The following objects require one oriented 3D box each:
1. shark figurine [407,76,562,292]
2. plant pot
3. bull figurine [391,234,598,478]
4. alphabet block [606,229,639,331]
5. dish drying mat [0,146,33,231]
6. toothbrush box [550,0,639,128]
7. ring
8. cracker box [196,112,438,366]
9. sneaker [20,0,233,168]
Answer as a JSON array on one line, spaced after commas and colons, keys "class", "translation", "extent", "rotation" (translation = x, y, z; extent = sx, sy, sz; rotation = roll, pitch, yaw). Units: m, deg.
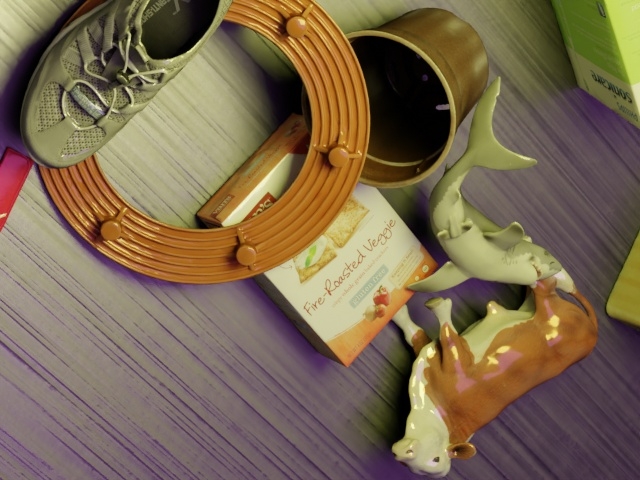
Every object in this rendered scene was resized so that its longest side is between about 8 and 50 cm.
[{"class": "shark figurine", "translation": [0.151, -0.046, 1.938], "extent": [0.166, 0.116, 0.278], "rotation": [-14, 143, 7]}, {"class": "plant pot", "translation": [0.090, -0.160, 1.898], "extent": [0.165, 0.167, 0.167], "rotation": [-42, 125, -55]}, {"class": "bull figurine", "translation": [0.177, 0.129, 2.065], "extent": [0.310, 0.101, 0.188], "rotation": [-31, 108, -25]}, {"class": "alphabet block", "translation": [0.492, 0.052, 2.168], "extent": [0.192, 0.197, 0.193], "rotation": [24, 89, -31]}, {"class": "dish drying mat", "translation": [-0.312, -0.048, 1.810], "extent": [0.032, 0.008, 0.083], "rotation": [26, 88, -30]}, {"class": "toothbrush box", "translation": [0.324, -0.286, 1.982], "extent": [0.122, 0.206, 0.283], "rotation": [-22, 112, -5]}, {"class": "ring", "translation": [-0.117, -0.110, 1.812], "extent": [0.336, 0.032, 0.336], "rotation": [-1, 109, -4]}, {"class": "cracker box", "translation": [0.000, 0.000, 1.959], "extent": [0.156, 0.067, 0.232], "rotation": [-48, 118, -13]}, {"class": "sneaker", "translation": [-0.182, -0.176, 1.705], "extent": [0.105, 0.115, 0.281], "rotation": [38, 102, -15]}]
